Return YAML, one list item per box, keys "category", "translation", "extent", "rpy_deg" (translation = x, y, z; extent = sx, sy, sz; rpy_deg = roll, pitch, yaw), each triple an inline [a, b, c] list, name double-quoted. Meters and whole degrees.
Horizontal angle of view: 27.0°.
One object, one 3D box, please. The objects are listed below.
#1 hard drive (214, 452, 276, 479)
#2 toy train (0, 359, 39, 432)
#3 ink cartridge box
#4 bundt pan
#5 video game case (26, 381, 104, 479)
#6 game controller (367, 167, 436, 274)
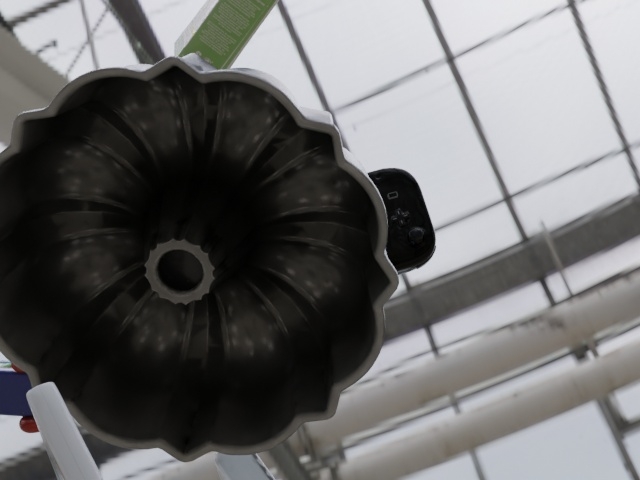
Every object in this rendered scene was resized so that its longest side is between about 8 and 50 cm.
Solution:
- category: "hard drive"
  translation: [-0.016, 0.365, 1.287]
  extent: [0.040, 0.203, 0.308]
  rpy_deg: [-24, -54, -16]
- category: "toy train"
  translation: [-0.361, 0.193, 1.823]
  extent: [0.248, 0.143, 0.105]
  rpy_deg: [0, -79, 26]
- category: "ink cartridge box"
  translation: [-0.061, -0.271, 1.376]
  extent: [0.056, 0.171, 0.235]
  rpy_deg: [36, -82, -13]
- category: "bundt pan"
  translation: [-0.102, 0.002, 1.058]
  extent: [0.330, 0.124, 0.331]
  rpy_deg: [2, -68, 4]
- category: "video game case"
  translation: [-0.101, 0.169, 0.677]
  extent: [0.019, 0.157, 0.143]
  rpy_deg: [-24, -35, -16]
- category: "game controller"
  translation: [0.000, 0.000, 1.909]
  extent: [0.319, 0.166, 0.067]
  rpy_deg: [-16, -21, 0]
